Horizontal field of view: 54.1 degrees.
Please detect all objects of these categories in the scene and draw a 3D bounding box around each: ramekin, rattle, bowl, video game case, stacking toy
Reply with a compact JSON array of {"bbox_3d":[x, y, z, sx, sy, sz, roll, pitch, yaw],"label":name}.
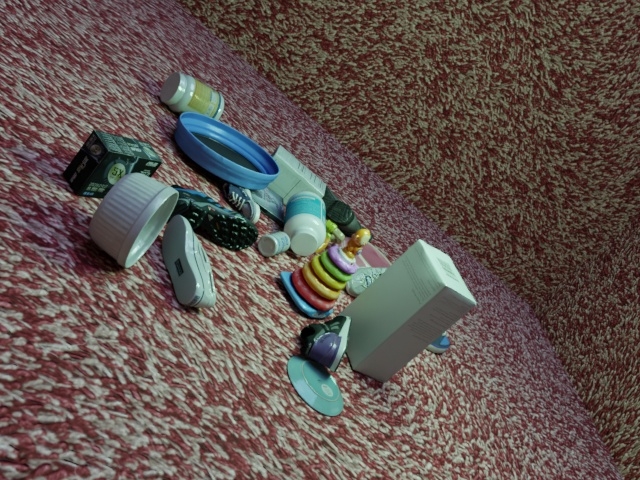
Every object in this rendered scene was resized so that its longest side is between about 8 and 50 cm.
[{"bbox_3d":[-0.417,-0.053,1.389,0.109,0.207,0.207,33,20,-3],"label":"ramekin"},{"bbox_3d":[0.000,0.000,2.355,0.130,0.142,0.200,28,-12,-22],"label":"rattle"},{"bbox_3d":[-0.329,-0.309,2.185,0.391,0.077,0.391,30,19,-12],"label":"bowl"},{"bbox_3d":[-0.243,-0.179,2.246,0.274,0.026,0.196,35,21,-22],"label":"video game case"},{"bbox_3d":[0.044,0.078,1.863,0.175,0.302,0.165,15,34,-55],"label":"stacking toy"}]

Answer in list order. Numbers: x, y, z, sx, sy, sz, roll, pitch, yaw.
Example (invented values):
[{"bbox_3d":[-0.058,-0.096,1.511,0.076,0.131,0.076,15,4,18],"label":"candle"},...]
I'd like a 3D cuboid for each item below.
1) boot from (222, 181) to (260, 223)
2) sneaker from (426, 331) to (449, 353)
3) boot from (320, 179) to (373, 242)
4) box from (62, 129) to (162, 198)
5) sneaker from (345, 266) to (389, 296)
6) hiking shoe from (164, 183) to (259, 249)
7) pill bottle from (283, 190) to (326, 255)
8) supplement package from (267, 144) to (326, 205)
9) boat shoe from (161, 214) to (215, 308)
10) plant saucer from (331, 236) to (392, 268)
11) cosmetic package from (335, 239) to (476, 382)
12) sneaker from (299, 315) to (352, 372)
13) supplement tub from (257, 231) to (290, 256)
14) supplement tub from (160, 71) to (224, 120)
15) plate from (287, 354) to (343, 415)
[{"bbox_3d":[-0.263,-0.122,2.042,0.086,0.069,0.190,21,21,-34],"label":"boot"},{"bbox_3d":[0.427,0.268,2.324,0.323,0.236,0.130,35,22,-24],"label":"sneaker"},{"bbox_3d":[0.060,-0.110,2.598,0.338,0.118,0.223,48,2,40],"label":"boot"},{"bbox_3d":[-0.507,-0.179,1.540,0.077,0.147,0.180,51,20,21],"label":"box"},{"bbox_3d":[0.215,0.133,2.235,0.281,0.115,0.105,-9,85,-31],"label":"sneaker"},{"bbox_3d":[-0.302,-0.077,1.783,0.304,0.113,0.132,27,26,-39],"label":"hiking shoe"},{"bbox_3d":[-0.054,-0.054,2.165,0.146,0.146,0.264,37,24,-19],"label":"pill bottle"},{"bbox_3d":[-0.114,-0.227,2.423,0.244,0.139,0.134,41,21,-13],"label":"supplement package"},{"bbox_3d":[-0.314,0.052,1.530,0.088,0.096,0.267,28,25,-47],"label":"boat shoe"},{"bbox_3d":[0.189,0.102,2.429,0.332,0.084,0.332,37,21,-16],"label":"plant saucer"},{"bbox_3d":[0.239,0.212,1.851,0.156,0.385,0.217,28,27,-35],"label":"cosmetic package"},{"bbox_3d":[0.011,0.256,1.740,0.124,0.107,0.283,24,10,0],"label":"sneaker"},{"bbox_3d":[-0.146,0.011,1.975,0.071,0.071,0.107,47,21,9],"label":"supplement tub"},{"bbox_3d":[-0.472,-0.519,2.310,0.200,0.144,0.144,25,27,-43],"label":"supplement tub"},{"bbox_3d":[-0.006,0.363,1.599,0.188,0.024,0.188,38,19,-16],"label":"plate"}]
